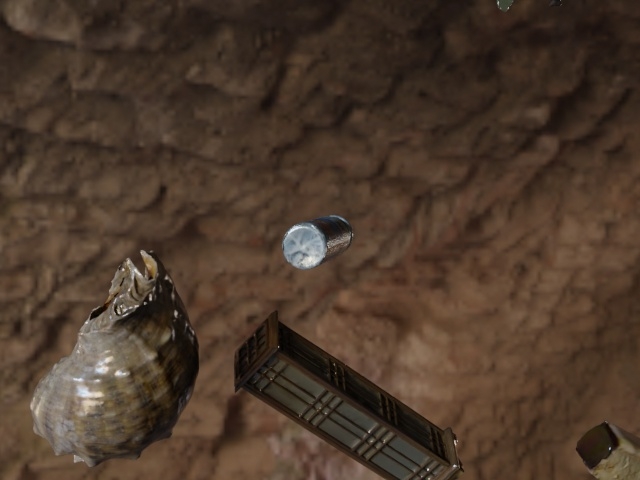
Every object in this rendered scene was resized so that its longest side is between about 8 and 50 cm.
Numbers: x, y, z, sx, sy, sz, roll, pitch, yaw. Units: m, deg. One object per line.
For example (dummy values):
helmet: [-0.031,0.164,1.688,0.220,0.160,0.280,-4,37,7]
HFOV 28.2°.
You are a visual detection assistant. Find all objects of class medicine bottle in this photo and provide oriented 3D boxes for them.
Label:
medicine bottle: [0.000,0.000,1.409,0.051,0.051,0.191,-1,3,9]

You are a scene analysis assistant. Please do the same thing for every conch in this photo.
conch: [-0.215,0.151,1.477,0.291,0.159,0.210,-55,-8,32]

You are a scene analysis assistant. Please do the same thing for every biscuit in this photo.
biscuit: [0.355,0.251,1.408,0.188,0.056,0.052,28,20,-40]

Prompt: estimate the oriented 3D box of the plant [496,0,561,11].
plant: [0.364,-0.461,2.088,0.203,0.142,0.131,-33,42,-23]

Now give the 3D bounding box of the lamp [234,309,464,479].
lamp: [0.038,0.223,1.659,0.325,0.089,0.090,36,22,-19]
